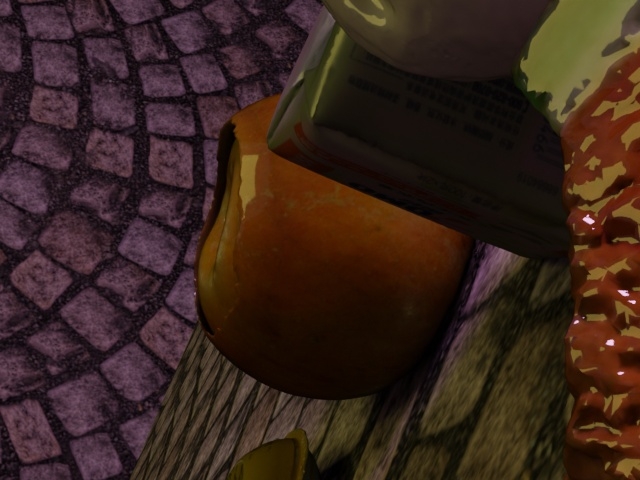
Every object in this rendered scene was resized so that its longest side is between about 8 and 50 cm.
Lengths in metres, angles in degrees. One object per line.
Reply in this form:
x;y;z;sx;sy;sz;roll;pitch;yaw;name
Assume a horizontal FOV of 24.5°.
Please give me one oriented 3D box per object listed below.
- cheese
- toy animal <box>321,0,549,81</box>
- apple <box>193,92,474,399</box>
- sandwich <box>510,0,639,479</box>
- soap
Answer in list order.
-0.048;0.245;1.152;0.177;0.069;0.270;-62;11;18;cheese
0.087;-0.184;0.625;0.271;0.206;0.265;-17;47;14;toy animal
0.000;0.000;1.121;0.237;0.207;0.237;-155;90;-84;apple
0.138;-0.026;0.473;0.301;0.162;0.250;-64;3;-25;sandwich
0.089;-0.082;0.836;0.182;0.199;0.138;177;115;-81;soap
